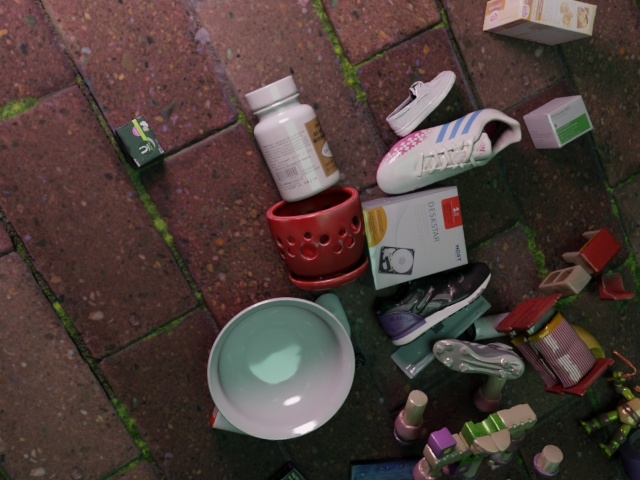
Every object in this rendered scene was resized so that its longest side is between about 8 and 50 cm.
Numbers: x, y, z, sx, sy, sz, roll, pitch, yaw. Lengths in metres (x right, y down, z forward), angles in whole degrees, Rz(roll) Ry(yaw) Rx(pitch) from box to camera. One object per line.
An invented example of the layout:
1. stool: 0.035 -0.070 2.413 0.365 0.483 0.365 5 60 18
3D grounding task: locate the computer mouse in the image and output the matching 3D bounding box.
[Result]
1. computer mouse: 0.033 0.210 1.485 0.106 0.042 0.193 -18 103 -13

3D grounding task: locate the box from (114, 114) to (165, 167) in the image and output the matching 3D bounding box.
1. box: -0.349 -0.192 1.318 0.062 0.052 0.083 -32 107 -12

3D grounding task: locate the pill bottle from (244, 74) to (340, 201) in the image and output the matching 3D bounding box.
1. pill bottle: -0.059 -0.204 1.367 0.131 0.131 0.229 -27 105 -13

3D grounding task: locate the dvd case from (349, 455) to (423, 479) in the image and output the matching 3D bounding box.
1. dvd case: 0.150 0.637 1.611 0.180 0.022 0.253 1 97 -19

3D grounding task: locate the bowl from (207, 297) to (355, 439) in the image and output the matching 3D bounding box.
1. bowl: -0.088 0.248 1.415 0.298 0.134 0.297 -2 99 -12

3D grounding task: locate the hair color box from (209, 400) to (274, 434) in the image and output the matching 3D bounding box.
1. hair color box: -0.158 0.376 1.464 0.141 0.043 0.072 19 92 -18

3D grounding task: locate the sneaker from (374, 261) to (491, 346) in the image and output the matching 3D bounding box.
1. sneaker: 0.252 0.111 1.529 0.283 0.107 0.124 -34 100 -11

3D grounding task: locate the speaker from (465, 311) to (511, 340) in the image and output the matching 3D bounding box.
1. speaker: 0.415 0.202 1.616 0.136 0.055 0.055 -6 100 -17

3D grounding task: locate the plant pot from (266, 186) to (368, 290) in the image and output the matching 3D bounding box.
1. plant pot: 0.000 0.000 1.386 0.191 0.191 0.174 -17 107 -15

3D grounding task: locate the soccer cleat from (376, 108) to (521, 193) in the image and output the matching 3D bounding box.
1. soccer cleat: 0.278 -0.192 1.462 0.331 0.143 0.116 -29 118 -12

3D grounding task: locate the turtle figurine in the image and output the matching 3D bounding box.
1. turtle figurine: 0.771 0.434 1.733 0.217 0.087 0.269 -35 73 1

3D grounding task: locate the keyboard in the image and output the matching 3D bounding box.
1. keyboard: 0.278 0.209 1.577 0.256 0.014 0.072 -40 65 -9

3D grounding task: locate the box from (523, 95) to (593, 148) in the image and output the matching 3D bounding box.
1. box: 0.545 -0.271 1.566 0.101 0.102 0.087 -29 103 -11

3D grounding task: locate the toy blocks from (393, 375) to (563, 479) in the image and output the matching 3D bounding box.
1. toy blocks: 0.340 0.495 1.526 0.289 0.309 0.260 -11 136 -21

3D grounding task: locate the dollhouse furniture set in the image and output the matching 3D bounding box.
1. dollhouse furniture set: 0.608 0.155 1.566 0.374 0.152 0.201 -41 92 -18

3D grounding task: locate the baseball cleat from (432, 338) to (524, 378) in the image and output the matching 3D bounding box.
1. baseball cleat: 0.356 0.263 1.550 0.206 0.109 0.072 17 105 7

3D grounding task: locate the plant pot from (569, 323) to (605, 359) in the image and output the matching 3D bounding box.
1. plant pot: 0.640 0.281 1.678 0.134 0.095 0.134 -2 98 -17

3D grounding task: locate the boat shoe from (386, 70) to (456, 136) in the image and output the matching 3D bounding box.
1. boat shoe: 0.216 -0.309 1.481 0.184 0.066 0.063 -46 109 3

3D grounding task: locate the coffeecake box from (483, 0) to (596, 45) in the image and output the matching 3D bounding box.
1. coffeecake box: 0.476 -0.486 1.492 0.186 0.142 0.068 5 95 -19

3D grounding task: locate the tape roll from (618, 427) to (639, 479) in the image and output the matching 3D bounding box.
1. tape roll: 0.862 0.539 1.736 0.189 0.189 0.080 -25 104 -13

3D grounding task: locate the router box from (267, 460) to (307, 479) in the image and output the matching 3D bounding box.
1. router box: -0.061 0.603 1.525 0.133 0.046 0.179 -41 107 -9

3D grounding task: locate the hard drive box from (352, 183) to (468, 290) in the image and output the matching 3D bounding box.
1. hard drive box: 0.190 -0.012 1.491 0.232 0.089 0.181 -16 102 -19
